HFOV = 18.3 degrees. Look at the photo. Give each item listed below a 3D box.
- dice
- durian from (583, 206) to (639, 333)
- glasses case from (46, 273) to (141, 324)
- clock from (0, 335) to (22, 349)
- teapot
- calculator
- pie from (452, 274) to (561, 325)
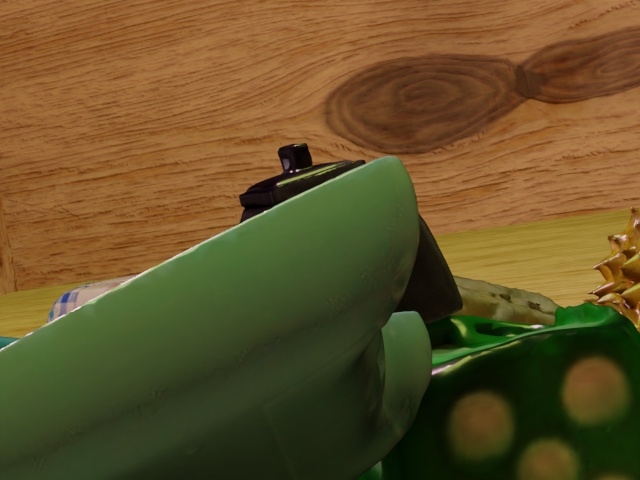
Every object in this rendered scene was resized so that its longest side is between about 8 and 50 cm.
[{"bbox_3d":[0.076,0.097,0.877,0.131,0.120,0.128,-14,6,-18],"label":"dice"},{"bbox_3d":[0.267,0.049,1.367,0.182,0.165,0.132,13,-31,17],"label":"durian"},{"bbox_3d":[-0.078,0.081,1.539,0.327,0.125,0.076,-8,13,33],"label":"glasses case"},{"bbox_3d":[-0.150,0.122,0.977,0.231,0.116,0.262,-14,-17,39],"label":"clock"},{"bbox_3d":[0.000,0.000,0.948,0.087,0.096,0.177,-17,4,-14],"label":"teapot"},{"bbox_3d":[-0.126,0.112,0.697,0.386,0.054,0.256,-28,-19,-5],"label":"calculator"},{"bbox_3d":[0.014,0.074,1.172,0.306,0.071,0.306,-2,-19,-1],"label":"pie"}]
